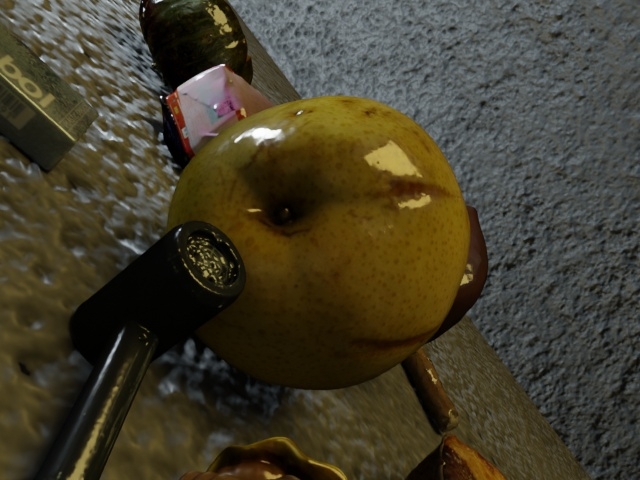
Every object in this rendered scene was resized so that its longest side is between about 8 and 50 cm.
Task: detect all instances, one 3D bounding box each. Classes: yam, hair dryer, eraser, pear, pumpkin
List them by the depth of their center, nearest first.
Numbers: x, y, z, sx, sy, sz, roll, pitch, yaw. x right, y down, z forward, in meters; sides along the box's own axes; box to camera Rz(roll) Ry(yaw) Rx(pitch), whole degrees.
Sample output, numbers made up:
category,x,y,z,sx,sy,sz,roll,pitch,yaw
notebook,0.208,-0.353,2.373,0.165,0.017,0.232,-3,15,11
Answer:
category,x,y,z,sx,sy,sz,roll,pitch,yaw
hair dryer,-0.121,0.096,0.348,0.070,0.128,0.255,42,28,-23
eraser,-0.304,-0.163,0.518,0.212,0.046,0.092,46,15,-26
pear,0.000,0.000,0.583,0.314,0.314,0.314,48,14,-17
pumpkin,-0.217,-0.334,0.987,0.238,0.159,0.238,57,-7,10
yam,0.196,0.251,1.095,0.057,0.057,0.241,40,18,-42

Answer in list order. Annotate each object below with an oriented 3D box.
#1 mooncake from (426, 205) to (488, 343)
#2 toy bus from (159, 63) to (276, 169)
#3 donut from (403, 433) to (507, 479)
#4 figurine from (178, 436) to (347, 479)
category,x,y,z,sx,sy,sz,roll,pitch,yaw
mooncake,0.078,-0.007,0.875,0.326,0.174,0.333,12,48,-15
toy bus,-0.111,-0.145,0.912,0.303,0.147,0.127,25,37,-60
donut,0.146,0.321,0.652,0.151,0.112,0.295,52,12,9
figurine,-0.048,0.191,0.274,0.189,0.142,0.263,56,16,14
